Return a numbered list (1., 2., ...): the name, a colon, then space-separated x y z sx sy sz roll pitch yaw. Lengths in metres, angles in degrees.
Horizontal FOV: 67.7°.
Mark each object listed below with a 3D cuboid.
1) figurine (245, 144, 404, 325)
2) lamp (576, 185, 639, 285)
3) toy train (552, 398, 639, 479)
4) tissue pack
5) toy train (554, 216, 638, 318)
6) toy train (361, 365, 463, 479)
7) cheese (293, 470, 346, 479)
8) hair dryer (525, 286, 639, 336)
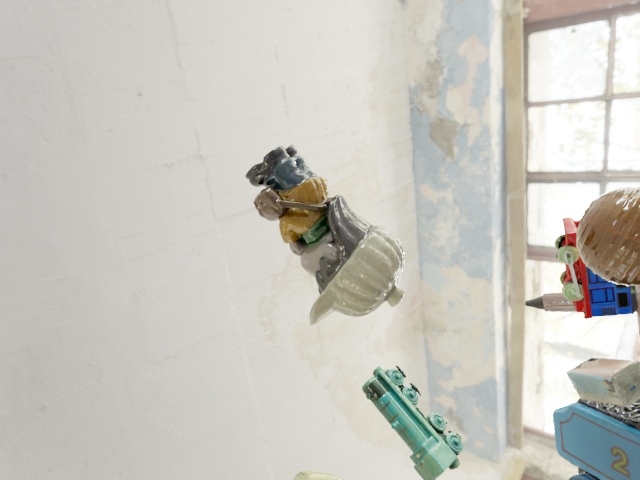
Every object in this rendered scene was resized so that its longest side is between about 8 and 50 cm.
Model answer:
1. figurine: 0.020 -0.020 0.837 0.332 0.205 0.185 68 -157 -5
2. lamp: 0.414 -0.005 0.635 0.136 0.136 0.136 -10 -78 -51
3. toy train: 0.578 0.404 0.823 0.188 0.300 0.265 -10 -85 -19
4. tissue pack: 0.464 0.225 0.767 0.074 0.094 0.058 -23 -94 -18
5. toy train: 0.553 0.054 0.965 0.083 0.131 0.204 -53 -52 -56
6. toy train: 0.067 0.137 0.364 0.045 0.092 0.029 -10 -40 -51
7. cheese: 0.048 0.432 0.767 0.255 0.050 0.127 13 -132 -36
8. hair dryer: 0.673 0.161 1.142 0.107 0.344 0.189 50 -134 -37
